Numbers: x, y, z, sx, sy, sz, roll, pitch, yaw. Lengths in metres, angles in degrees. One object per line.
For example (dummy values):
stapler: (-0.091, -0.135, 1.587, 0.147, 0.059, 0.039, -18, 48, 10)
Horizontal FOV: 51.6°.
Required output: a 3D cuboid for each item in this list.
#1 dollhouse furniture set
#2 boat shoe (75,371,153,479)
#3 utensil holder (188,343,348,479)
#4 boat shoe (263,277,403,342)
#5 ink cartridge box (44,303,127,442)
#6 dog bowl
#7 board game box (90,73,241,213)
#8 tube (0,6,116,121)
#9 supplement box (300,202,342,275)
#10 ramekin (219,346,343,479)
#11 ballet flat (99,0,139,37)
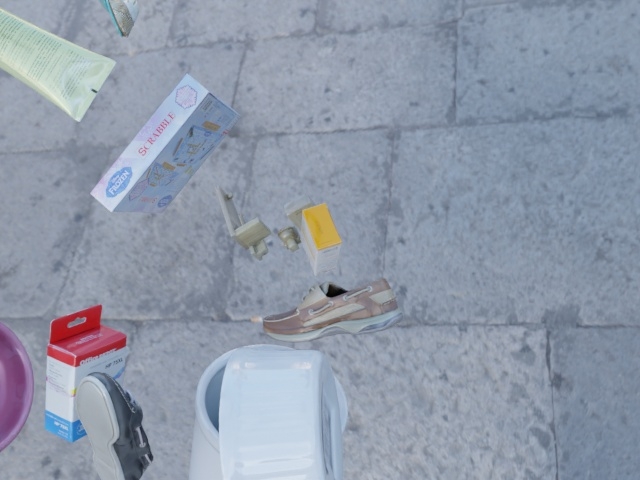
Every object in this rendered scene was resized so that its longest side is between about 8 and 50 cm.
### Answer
dollhouse furniture set: (-0.086, -0.058, 1.246, 0.151, 0.144, 0.123, -30, 55, 8)
boat shoe: (-0.370, 0.339, 1.215, 0.112, 0.335, 0.095, 28, 43, 24)
utensil holder: (-0.132, 0.487, 1.496, 0.327, 0.386, 0.328, 8, 34, -6)
boat shoe: (0.018, 0.144, 1.419, 0.324, 0.123, 0.117, -12, 92, 25)
ink cartridge box: (-0.456, 0.255, 1.292, 0.077, 0.134, 0.231, 16, 107, 25)
dog bowl: (-0.833, 0.334, 1.482, 0.150, 0.408, 0.408, -15, 55, 28)
board game box: (-0.332, -0.200, 1.485, 0.066, 0.318, 0.318, 40, 94, 3)
tube: (-0.391, -0.249, 0.845, 0.240, 0.070, 0.062, 29, 35, -5)
supplement box: (0.000, 0.000, 0.907, 0.036, 0.098, 0.062, -18, 69, -11)
ramekin: (-0.048, 0.293, 0.989, 0.135, 0.277, 0.277, -7, 58, 8)
ballet flat: (-0.418, -0.494, 1.383, 0.067, 0.073, 0.206, -25, 53, -11)
